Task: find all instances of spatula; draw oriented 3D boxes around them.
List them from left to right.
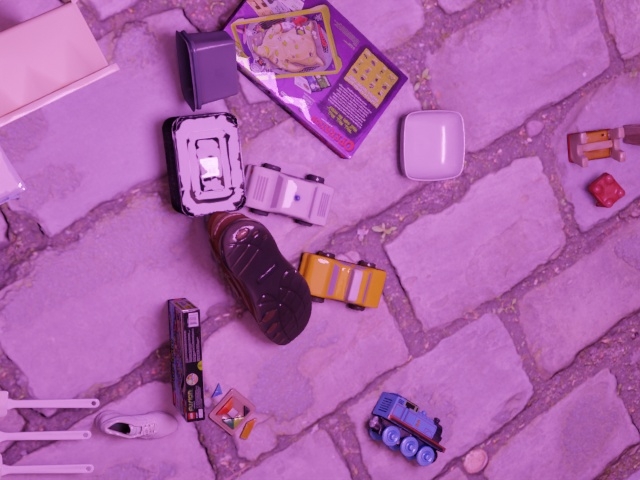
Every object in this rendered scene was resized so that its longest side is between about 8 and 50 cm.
[{"bbox_3d":[-0.521,0.350,1.568,0.242,0.019,0.168,4,90,-17],"label":"spatula"}]

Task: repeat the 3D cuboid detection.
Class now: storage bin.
[{"bbox_3d":[-0.492,-0.246,1.351,0.262,0.260,0.123,-35,110,-28],"label":"storage bin"},{"bbox_3d":[-0.211,-0.139,1.603,0.122,0.084,0.180,-9,100,-21],"label":"storage bin"},{"bbox_3d":[-0.200,-0.311,1.569,0.091,0.098,0.135,-15,128,-19],"label":"storage bin"}]

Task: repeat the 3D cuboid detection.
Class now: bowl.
[{"bbox_3d":[0.221,-0.193,1.792,0.142,0.053,0.142,-4,98,-22],"label":"bowl"}]

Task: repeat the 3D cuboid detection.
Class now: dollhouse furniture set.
[{"bbox_3d":[0.739,-0.170,1.982,0.374,0.152,0.201,-8,101,-4],"label":"dollhouse furniture set"}]

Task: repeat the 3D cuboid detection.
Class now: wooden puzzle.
[{"bbox_3d":[-0.170,0.335,1.721,0.116,0.014,0.078,37,82,-22],"label":"wooden puzzle"}]

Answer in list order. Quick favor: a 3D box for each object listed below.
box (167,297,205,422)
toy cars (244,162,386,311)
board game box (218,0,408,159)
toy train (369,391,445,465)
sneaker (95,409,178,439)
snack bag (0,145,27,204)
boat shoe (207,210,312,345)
[{"bbox_3d":[-0.246,0.217,1.620,0.036,0.114,0.206,-5,98,-22],"label":"box"},{"bbox_3d":[0.000,0.000,1.707,0.176,0.087,0.393,-38,109,-14],"label":"toy cars"},{"bbox_3d":[-0.016,-0.340,1.679,0.347,0.056,0.208,39,77,-22],"label":"board game box"},{"bbox_3d":[0.185,0.396,1.843,0.184,0.080,0.105,34,78,-22],"label":"toy train"},{"bbox_3d":[-0.335,0.347,1.629,0.152,0.061,0.053,5,93,-24],"label":"sneaker"},{"bbox_3d":[-0.702,-0.147,1.425,0.323,0.037,0.342,-31,108,-16],"label":"snack bag"},{"bbox_3d":[-0.114,0.061,1.641,0.123,0.120,0.324,-38,134,-17],"label":"boat shoe"}]
